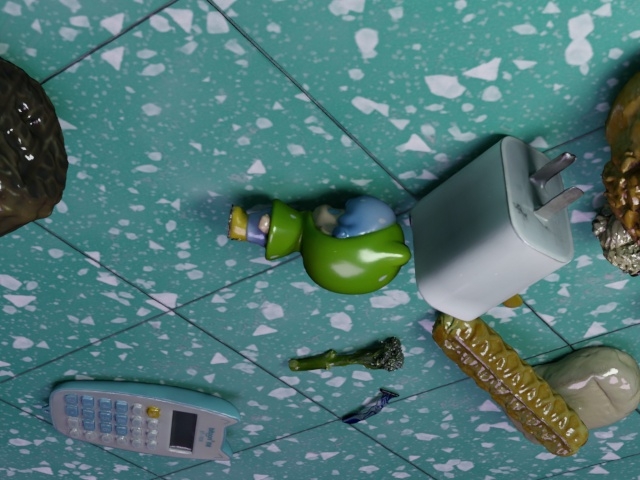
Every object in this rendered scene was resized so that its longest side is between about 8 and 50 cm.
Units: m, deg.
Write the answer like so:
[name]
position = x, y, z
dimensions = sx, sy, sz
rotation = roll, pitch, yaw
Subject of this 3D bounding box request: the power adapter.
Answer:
[power adapter]
position = 0.251, -0.028, 1.406
dimensions = 0.124, 0.187, 0.255
rotation = 24, 137, -30

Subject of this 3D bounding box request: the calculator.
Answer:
[calculator]
position = -0.356, 0.353, 2.047
dimensions = 0.386, 0.054, 0.256
rotation = 7, 143, -6

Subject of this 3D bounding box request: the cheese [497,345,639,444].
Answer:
[cheese]
position = 0.457, 0.277, 1.889
dimensions = 0.263, 0.093, 0.159
rotation = -24, 129, 31

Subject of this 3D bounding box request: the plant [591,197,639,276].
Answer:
[plant]
position = 0.456, -0.016, 1.495
dimensions = 0.122, 0.116, 0.104
rotation = -34, 149, 11

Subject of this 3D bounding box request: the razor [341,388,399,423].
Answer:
[razor]
position = 0.090, 0.334, 2.034
dimensions = 0.044, 0.028, 0.154
rotation = 24, 137, -28

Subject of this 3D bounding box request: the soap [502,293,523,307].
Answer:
[soap]
position = 0.309, 0.088, 1.708
dimensions = 0.034, 0.012, 0.089
rotation = -15, 141, 21

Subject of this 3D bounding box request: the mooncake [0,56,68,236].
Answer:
[mooncake]
position = -0.409, -0.117, 1.266
dimensions = 0.124, 0.228, 0.228
rotation = -22, 138, 20

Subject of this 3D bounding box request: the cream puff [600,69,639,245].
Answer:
[cream puff]
position = 0.524, -0.082, 1.295
dimensions = 0.327, 0.231, 0.343
rotation = -23, 138, 33

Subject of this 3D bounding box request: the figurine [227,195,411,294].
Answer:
[figurine]
position = 0.000, 0.000, 1.497
dimensions = 0.263, 0.143, 0.162
rotation = 10, 171, 3

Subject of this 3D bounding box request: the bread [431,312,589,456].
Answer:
[bread]
position = 0.328, 0.245, 1.783
dimensions = 0.367, 0.077, 0.084
rotation = 44, 129, -16

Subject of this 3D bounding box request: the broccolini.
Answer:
[broccolini]
position = 0.044, 0.220, 1.855
dimensions = 0.216, 0.058, 0.067
rotation = -10, 145, 16
